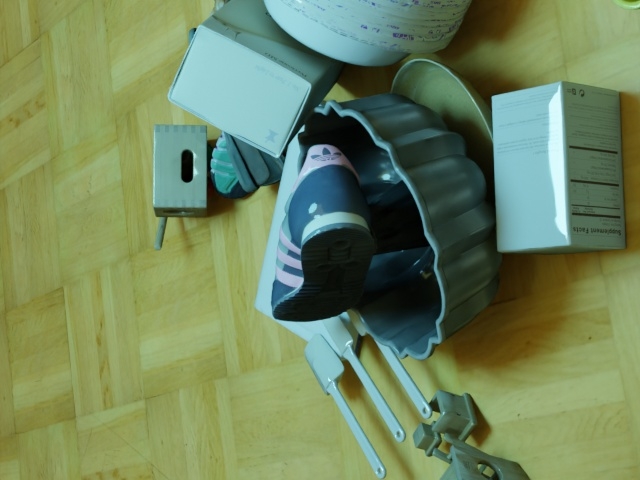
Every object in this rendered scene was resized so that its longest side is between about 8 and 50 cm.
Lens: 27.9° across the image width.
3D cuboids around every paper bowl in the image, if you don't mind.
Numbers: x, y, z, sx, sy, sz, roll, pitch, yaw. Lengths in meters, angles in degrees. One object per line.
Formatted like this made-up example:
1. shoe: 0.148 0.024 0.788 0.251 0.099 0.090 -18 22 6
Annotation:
1. paper bowl: 0.043 -0.321 1.578 0.284 0.284 0.148 53 132 38

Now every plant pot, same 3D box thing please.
1. plant pot: 0.160 -0.110 1.562 0.236 0.032 0.236 47 149 40

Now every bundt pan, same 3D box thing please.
1. bundt pan: 0.105 -0.028 1.553 0.331 0.124 0.331 50 152 39

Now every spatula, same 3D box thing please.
1. spatula: 0.058 0.180 1.684 0.168 0.019 0.242 -59 47 31

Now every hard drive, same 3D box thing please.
1. hard drive: 0.009 -0.021 1.798 0.210 0.040 0.319 28 110 47

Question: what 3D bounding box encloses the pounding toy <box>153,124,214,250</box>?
1. pounding toy: -0.215 -0.075 2.037 0.206 0.094 0.181 132 138 -82

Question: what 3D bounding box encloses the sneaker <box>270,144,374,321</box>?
1. sneaker: 0.000 0.000 1.557 0.319 0.112 0.131 116 149 -63

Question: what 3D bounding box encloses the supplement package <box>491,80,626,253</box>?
1. supplement package: 0.265 -0.076 1.435 0.105 0.105 0.179 -6 84 49

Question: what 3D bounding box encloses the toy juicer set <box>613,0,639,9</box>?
1. toy juicer set: 0.404 -0.384 1.282 0.209 0.089 0.329 23 107 48

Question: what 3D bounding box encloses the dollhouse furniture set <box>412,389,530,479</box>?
1. dollhouse furniture set: 0.160 0.307 1.591 0.182 0.101 0.161 -60 22 31

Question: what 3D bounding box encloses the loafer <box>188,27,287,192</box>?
1. loafer: -0.109 -0.192 1.829 0.096 0.084 0.267 -91 -15 -53

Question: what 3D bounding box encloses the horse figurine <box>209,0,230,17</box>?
1. horse figurine: -0.145 -0.322 1.954 0.174 0.066 0.263 -97 20 -62

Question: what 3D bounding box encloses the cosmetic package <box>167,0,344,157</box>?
1. cosmetic package: -0.060 -0.237 1.664 0.160 0.309 0.113 28 117 0

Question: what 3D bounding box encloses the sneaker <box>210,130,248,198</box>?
1. sneaker: -0.110 -0.173 1.947 0.098 0.083 0.224 -85 9 -60
